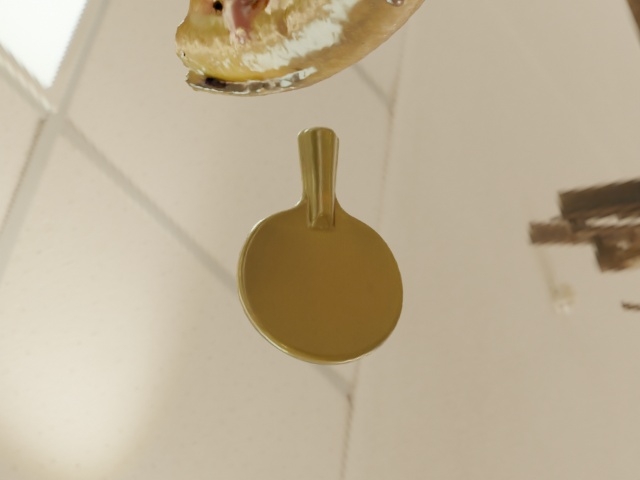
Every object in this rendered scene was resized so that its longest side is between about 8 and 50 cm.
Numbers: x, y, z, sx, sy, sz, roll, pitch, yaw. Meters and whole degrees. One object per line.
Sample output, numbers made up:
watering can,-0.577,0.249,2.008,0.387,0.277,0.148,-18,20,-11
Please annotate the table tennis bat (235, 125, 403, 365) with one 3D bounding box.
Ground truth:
table tennis bat,0.000,0.000,1.559,0.199,0.050,0.320,6,-122,-12

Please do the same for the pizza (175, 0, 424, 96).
pizza,-0.020,-0.138,0.420,0.036,0.185,0.176,-33,-81,-37
